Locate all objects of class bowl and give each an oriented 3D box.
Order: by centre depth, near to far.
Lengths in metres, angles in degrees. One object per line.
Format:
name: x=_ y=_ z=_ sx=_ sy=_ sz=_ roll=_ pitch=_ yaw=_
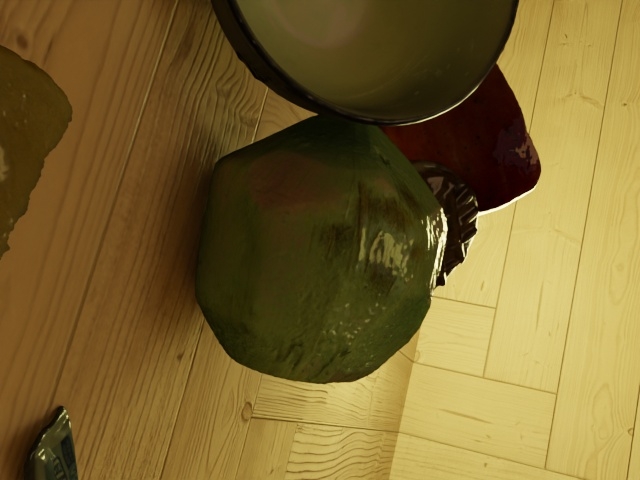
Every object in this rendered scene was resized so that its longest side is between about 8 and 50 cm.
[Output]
bowl: x=0.024 y=-0.296 z=0.772 sx=0.185 sy=0.354 sz=0.353 roll=9 pitch=-91 yaw=64

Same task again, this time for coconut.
coconut: x=0.000 y=0.000 z=0.828 sx=0.328 sy=0.281 sz=0.328 roll=-4 pitch=98 yaw=-33

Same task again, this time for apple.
apple: x=0.268 y=-0.219 z=1.432 sx=0.365 sy=0.329 sz=0.295 roll=71 pitch=25 yaw=-17

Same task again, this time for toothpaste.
toothpaste: x=-0.236 y=0.286 z=0.627 sx=0.069 sy=0.047 sz=0.268 roll=-21 pitch=116 yaw=-55

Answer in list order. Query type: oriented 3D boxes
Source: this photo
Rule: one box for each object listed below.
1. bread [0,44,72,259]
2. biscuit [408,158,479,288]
bread: x=-0.225 y=-0.059 z=0.412 sx=0.125 sy=0.086 sz=0.156 roll=63 pitch=37 yaw=-51
biscuit: x=0.148 y=0.001 z=1.289 sx=0.332 sy=0.103 sz=0.332 roll=-20 pitch=134 yaw=-22
